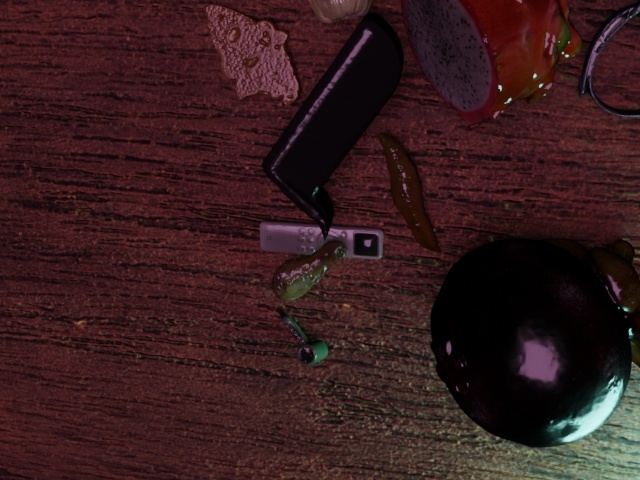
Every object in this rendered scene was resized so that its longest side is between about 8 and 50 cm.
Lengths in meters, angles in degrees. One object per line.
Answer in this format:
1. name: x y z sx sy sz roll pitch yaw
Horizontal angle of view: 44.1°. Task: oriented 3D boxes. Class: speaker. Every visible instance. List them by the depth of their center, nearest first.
1. speaker: 0.048 -0.216 1.487 0.184 0.180 0.388 34 112 -6

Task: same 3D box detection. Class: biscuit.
1. biscuit: -0.134 -0.366 1.550 0.162 0.035 0.250 -41 95 15

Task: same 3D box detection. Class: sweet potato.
1. sweet potato: 0.175 -0.087 1.551 0.067 0.067 0.273 -18 107 17

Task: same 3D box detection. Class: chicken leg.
1. chicken leg: -0.027 0.060 1.624 0.198 0.069 0.085 -35 103 27

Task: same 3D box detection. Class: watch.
1. watch: 0.564 -0.321 1.392 0.193 0.068 0.206 7 110 10

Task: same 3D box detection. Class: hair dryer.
1. hair dryer: -0.050 0.201 1.693 0.047 0.071 0.150 -47 75 16

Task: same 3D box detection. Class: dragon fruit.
1. dragon fruit: 0.301 -0.367 1.343 0.226 0.305 0.305 -29 99 -10

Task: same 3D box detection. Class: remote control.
1. remote control: 0.000 0.000 1.631 0.261 0.029 0.067 4 108 11

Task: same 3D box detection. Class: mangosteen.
1. mangosteen: 0.416 0.166 1.438 0.435 0.382 0.382 -17 104 -17

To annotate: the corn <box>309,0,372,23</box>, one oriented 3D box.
1. corn: 0.013 -0.546 1.416 0.123 0.122 0.305 -13 101 15
